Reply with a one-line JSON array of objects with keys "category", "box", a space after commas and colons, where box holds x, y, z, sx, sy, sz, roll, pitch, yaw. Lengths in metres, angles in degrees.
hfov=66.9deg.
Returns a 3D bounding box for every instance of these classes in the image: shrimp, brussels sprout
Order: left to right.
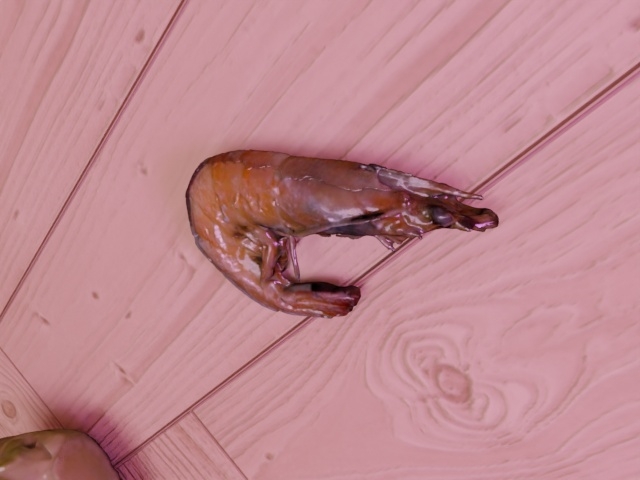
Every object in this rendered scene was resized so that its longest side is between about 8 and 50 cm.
[{"category": "brussels sprout", "box": [-0.350, 0.345, 0.585, 0.244, 0.244, 0.244, 10, 113, 24]}, {"category": "shrimp", "box": [0.001, -0.001, 0.362, 0.251, 0.052, 0.143, 6, 122, 34]}]
